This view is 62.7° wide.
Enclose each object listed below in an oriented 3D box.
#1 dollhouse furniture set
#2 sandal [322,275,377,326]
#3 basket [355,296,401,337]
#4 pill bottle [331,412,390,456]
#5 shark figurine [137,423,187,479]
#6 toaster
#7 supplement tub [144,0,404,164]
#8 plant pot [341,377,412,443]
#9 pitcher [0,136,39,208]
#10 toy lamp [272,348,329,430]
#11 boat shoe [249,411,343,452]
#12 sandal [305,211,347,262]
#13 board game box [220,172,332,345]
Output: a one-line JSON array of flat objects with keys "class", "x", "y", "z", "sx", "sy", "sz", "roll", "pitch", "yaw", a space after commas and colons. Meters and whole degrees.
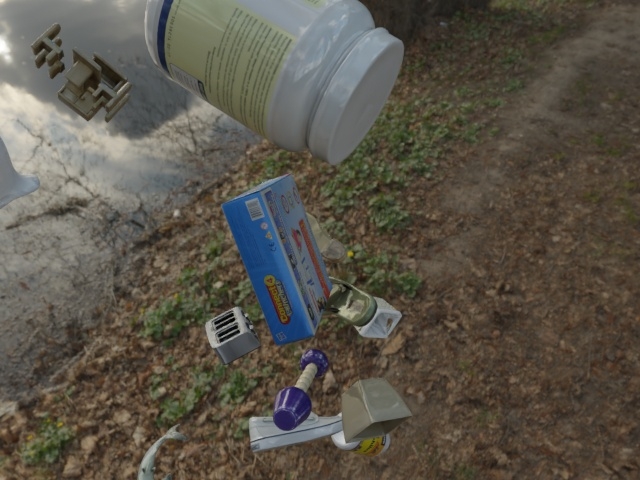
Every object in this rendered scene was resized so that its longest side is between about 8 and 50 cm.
[{"class": "dollhouse furniture set", "x": -0.587, "y": -0.432, "z": 1.356, "sx": 0.212, "sy": 0.242, "sz": 0.161, "roll": 39, "pitch": 70, "yaw": -15}, {"class": "sandal", "x": 0.036, "y": 0.156, "z": 1.476, "sx": 0.303, "sy": 0.086, "sz": 0.120, "roll": 8, "pitch": 72, "yaw": 52}, {"class": "basket", "x": 0.187, "y": 0.266, "z": 1.841, "sx": 0.103, "sy": 0.113, "sz": 0.167, "roll": 42, "pitch": 15, "yaw": 36}, {"class": "pill bottle", "x": 0.135, "y": 0.621, "z": 1.677, "sx": 0.117, "sy": 0.215, "sz": 0.117, "roll": -19, "pitch": 54, "yaw": 29}, {"class": "shark figurine", "x": -0.501, "y": 0.687, "z": 1.560, "sx": 0.166, "sy": 0.116, "sz": 0.278, "roll": 11, "pitch": 70, "yaw": -20}, {"class": "toaster", "x": -0.333, "y": 0.356, "z": 1.959, "sx": 0.186, "sy": 0.110, "sz": 0.168, "roll": -27, "pitch": 35, "yaw": -6}, {"class": "supplement tub", "x": -0.066, "y": -0.279, "z": 0.784, "sx": 0.325, "sy": 0.235, "sz": 0.235, "roll": 34, "pitch": 49, "yaw": 11}, {"class": "plant pot", "x": 0.103, "y": 0.345, "z": 1.087, "sx": 0.109, "sy": 0.109, "sz": 0.096, "roll": 4, "pitch": 49, "yaw": -35}, {"class": "pitcher", "x": -0.681, "y": -0.137, "z": 1.011, "sx": 0.125, "sy": 0.207, "sz": 0.178, "roll": 26, "pitch": 64, "yaw": 30}, {"class": "toy lamp", "x": -0.039, "y": 0.311, "z": 1.113, "sx": 0.080, "sy": 0.080, "sz": 0.274, "roll": 11, "pitch": 14, "yaw": 9}, {"class": "boat shoe", "x": -0.052, "y": 0.447, "z": 1.279, "sx": 0.267, "sy": 0.096, "sz": 0.088, "roll": 0, "pitch": 63, "yaw": -30}, {"class": "sandal", "x": -0.005, "y": 0.005, "z": 1.576, "sx": 0.088, "sy": 0.079, "sz": 0.240, "roll": -44, "pitch": 55, "yaw": -9}, {"class": "board game box", "x": -0.079, "y": 0.025, "z": 1.151, "sx": 0.086, "sy": 0.308, "sz": 0.302, "roll": -18, "pitch": 10, "yaw": 12}]
